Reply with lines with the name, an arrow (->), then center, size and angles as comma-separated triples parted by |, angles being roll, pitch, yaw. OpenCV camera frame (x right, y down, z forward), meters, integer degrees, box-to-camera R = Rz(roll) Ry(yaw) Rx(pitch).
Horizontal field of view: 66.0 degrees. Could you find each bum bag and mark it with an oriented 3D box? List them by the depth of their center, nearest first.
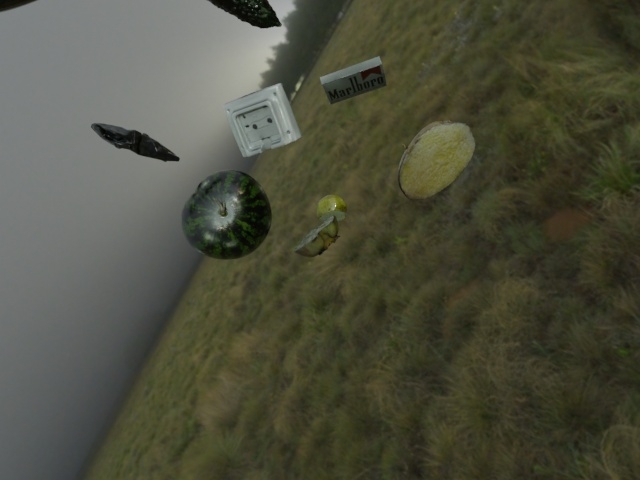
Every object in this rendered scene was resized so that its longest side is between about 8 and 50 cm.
bum bag -> -0.590, -0.317, 1.614 | 0.137, 0.309, 0.074 | 28, 98, 40

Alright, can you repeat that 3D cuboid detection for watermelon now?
watermelon -> -0.270, -0.068, 1.431 | 0.269, 0.268, 0.269 | -58, 11, 19

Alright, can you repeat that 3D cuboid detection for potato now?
potato -> 0.353, -0.280, 1.614 | 0.299, 0.239, 0.116 | -43, 44, 1

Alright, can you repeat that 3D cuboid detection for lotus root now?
lotus root -> 0.000, -0.001, 1.687 | 0.183, 0.078, 0.203 | -39, 6, 14

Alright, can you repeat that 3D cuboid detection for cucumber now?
cucumber -> -0.204, -0.489, 0.943 | 0.072, 0.300, 0.072 | -31, 49, 43

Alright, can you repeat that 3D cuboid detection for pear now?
pear -> 0.048, -0.146, 2.173 | 0.141, 0.140, 0.104 | 133, 136, -54

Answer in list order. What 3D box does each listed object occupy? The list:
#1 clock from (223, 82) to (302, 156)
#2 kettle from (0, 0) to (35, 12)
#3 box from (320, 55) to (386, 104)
clock -> -0.236, -0.466, 1.949 | 0.262, 0.231, 0.116 | -13, 24, 21
kettle -> -0.799, -0.635, 1.172 | 0.290, 0.208, 0.268 | -35, 23, -11
box -> 0.095, -0.454, 1.410 | 0.115, 0.177, 0.036 | 46, -150, -69
